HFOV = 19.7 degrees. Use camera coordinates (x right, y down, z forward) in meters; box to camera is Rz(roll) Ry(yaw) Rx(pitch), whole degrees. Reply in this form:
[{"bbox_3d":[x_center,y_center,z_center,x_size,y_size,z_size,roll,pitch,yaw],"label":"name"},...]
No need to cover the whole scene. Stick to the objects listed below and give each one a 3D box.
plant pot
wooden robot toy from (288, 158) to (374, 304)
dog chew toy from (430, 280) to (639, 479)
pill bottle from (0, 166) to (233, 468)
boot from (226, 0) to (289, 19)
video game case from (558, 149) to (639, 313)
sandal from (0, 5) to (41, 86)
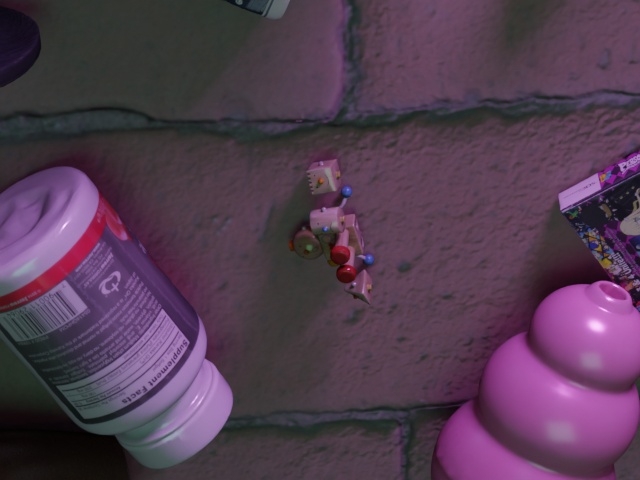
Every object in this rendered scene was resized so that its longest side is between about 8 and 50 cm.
[{"bbox_3d":[-0.328,0.299,2.087,0.230,0.215,0.215,-13,126,-9],"label":"plant pot"},{"bbox_3d":[0.000,0.000,1.939,0.079,0.076,0.173,-7,126,18],"label":"wooden robot toy"},{"bbox_3d":[0.252,0.191,2.002,0.206,0.206,0.332,17,115,-12],"label":"dog chew toy"},{"bbox_3d":[-0.230,0.091,1.935,0.176,0.176,0.318,-25,122,17],"label":"pill bottle"},{"bbox_3d":[-0.051,-0.294,1.725,0.086,0.069,0.190,14,126,-13],"label":"boot"},{"bbox_3d":[0.399,-0.010,1.944,0.210,0.042,0.232,-30,120,20],"label":"video game case"},{"bbox_3d":[-0.487,-0.215,1.722,0.445,0.167,0.107,6,129,-3],"label":"sandal"}]
